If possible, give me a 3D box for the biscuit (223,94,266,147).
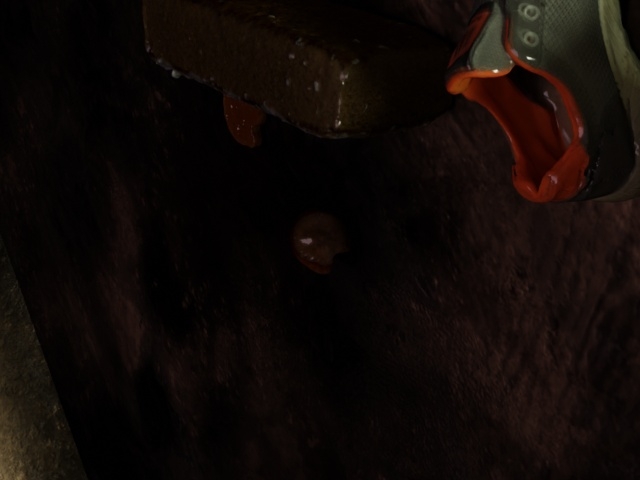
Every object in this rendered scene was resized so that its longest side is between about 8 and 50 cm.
[{"bbox_3d":[-0.102,-0.193,1.365,0.102,0.019,0.130,44,139,38],"label":"biscuit"}]

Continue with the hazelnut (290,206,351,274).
[{"bbox_3d":[0.000,0.000,1.260,0.086,0.086,0.086,31,130,46],"label":"hazelnut"}]

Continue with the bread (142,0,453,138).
[{"bbox_3d":[-0.041,-0.214,1.126,0.416,0.165,0.113,31,129,47],"label":"bread"}]

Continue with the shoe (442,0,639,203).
[{"bbox_3d":[0.163,-0.178,0.824,0.132,0.171,0.336,-13,95,59],"label":"shoe"}]
